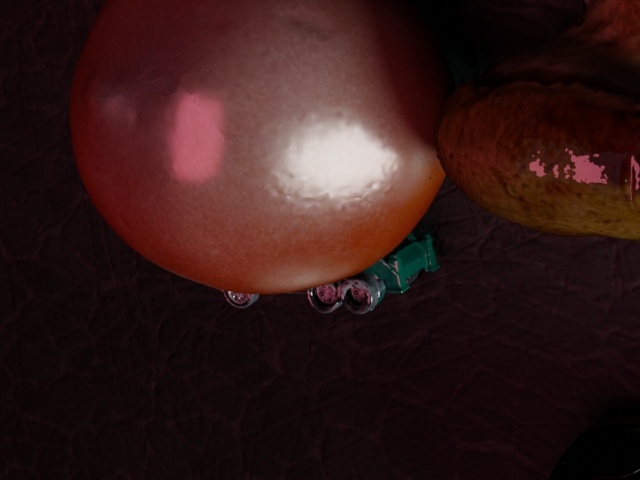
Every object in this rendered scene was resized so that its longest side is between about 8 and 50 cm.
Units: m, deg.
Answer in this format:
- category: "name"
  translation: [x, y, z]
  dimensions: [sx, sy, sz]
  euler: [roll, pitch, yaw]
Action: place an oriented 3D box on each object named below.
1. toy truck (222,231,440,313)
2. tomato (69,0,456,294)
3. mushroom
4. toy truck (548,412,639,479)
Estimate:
- category: "toy truck"
  translation: [0.000, 0.000, 1.294]
  dimensions: [0.216, 0.110, 0.116]
  euler: [1, 106, 32]
- category: "tomato"
  translation: [-0.056, -0.113, 1.100]
  dimensions: [0.321, 0.321, 0.321]
  euler: [16, 126, 23]
- category: "mushroom"
  translation: [0.222, -0.094, 0.991]
  dimensions: [0.267, 0.267, 0.254]
  euler: [2, 126, 31]
- category: "toy truck"
  translation: [0.392, 0.275, 1.174]
  dimensions: [0.405, 0.180, 0.254]
  euler: [-15, 108, 38]
